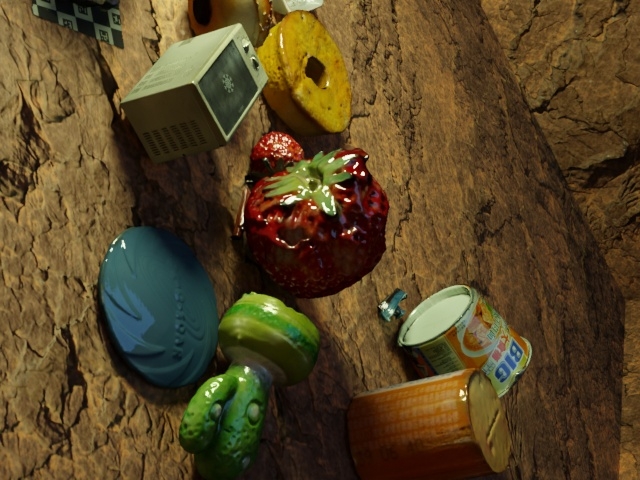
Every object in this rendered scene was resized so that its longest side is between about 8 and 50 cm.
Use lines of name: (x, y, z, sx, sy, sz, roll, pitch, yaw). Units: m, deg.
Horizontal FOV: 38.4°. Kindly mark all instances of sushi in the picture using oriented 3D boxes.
sushi: (-0.414, -0.460, 1.617, 0.215, 0.050, 0.192, 11, 65, -57)

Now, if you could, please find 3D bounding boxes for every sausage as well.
sausage: (0.232, 0.410, 1.979, 0.233, 0.287, 0.233, 42, 39, -47)

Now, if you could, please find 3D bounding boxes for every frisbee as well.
frisbee: (-0.258, 0.108, 1.569, 0.289, 0.049, 0.290, 35, 46, -46)

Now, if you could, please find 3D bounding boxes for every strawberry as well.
strawberry: (-0.081, -0.167, 1.938, 0.131, 0.131, 0.148, 58, 40, -22)
strawberry: (0.002, -0.003, 1.816, 0.292, 0.291, 0.310, -52, 129, -55)

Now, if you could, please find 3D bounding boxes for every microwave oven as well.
microwave oven: (-0.229, -0.266, 1.683, 0.145, 0.193, 0.241, 61, 31, -28)

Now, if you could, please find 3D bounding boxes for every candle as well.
candle: (-0.154, -0.069, 1.859, 0.021, 0.026, 0.167, 50, 37, -40)

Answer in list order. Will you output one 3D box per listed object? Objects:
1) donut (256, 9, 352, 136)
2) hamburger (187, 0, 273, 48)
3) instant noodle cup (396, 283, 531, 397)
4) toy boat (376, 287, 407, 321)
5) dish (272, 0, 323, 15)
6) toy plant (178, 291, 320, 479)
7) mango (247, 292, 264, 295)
donut: (-0.042, -0.376, 2.130, 0.303, 0.110, 0.303, 33, 50, -50)
hamburger: (-0.179, -0.485, 1.858, 0.147, 0.237, 0.237, -13, 85, -30)
instant noodle cup: (0.338, 0.259, 2.266, 0.214, 0.296, 0.296, 51, 35, -15)
toy boat: (0.180, 0.163, 2.248, 0.061, 0.060, 0.137, 49, 27, 4)
dish: (-0.074, -0.624, 2.250, 0.234, 0.064, 0.154, -40, 109, -57)
toy plant: (-0.134, 0.266, 1.593, 0.316, 0.184, 0.224, -62, 149, -30)
mango: (-0.113, 0.151, 1.775, 0.114, 0.060, 0.080, 57, 17, -20)
